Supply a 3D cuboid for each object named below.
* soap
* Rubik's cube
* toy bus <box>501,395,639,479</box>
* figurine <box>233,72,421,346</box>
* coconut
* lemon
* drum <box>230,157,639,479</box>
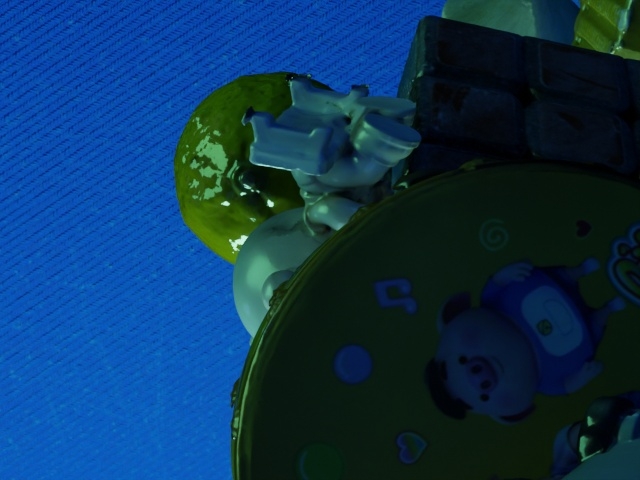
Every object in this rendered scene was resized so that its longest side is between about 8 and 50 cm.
[{"bbox_3d":[0.335,-0.235,1.898,0.232,0.073,0.140,-96,16,-74],"label":"soap"},{"bbox_3d":[0.195,0.018,1.587,0.305,0.304,0.301,-82,5,-49],"label":"Rubik's cube"},{"bbox_3d":[0.234,0.220,1.017,0.288,0.194,0.232,-26,-73,-54],"label":"toy bus"},{"bbox_3d":[-0.010,0.000,1.438,0.182,0.145,0.256,-97,15,-63],"label":"figurine"},{"bbox_3d":[0.247,-0.244,2.232,0.202,0.202,0.222,-85,6,-52],"label":"coconut"},{"bbox_3d":[-0.044,-0.066,1.657,0.231,0.192,0.192,-51,-27,-79],"label":"lemon"},{"bbox_3d":[0.138,0.150,1.254,0.214,0.431,0.431,135,146,-85],"label":"drum"}]
